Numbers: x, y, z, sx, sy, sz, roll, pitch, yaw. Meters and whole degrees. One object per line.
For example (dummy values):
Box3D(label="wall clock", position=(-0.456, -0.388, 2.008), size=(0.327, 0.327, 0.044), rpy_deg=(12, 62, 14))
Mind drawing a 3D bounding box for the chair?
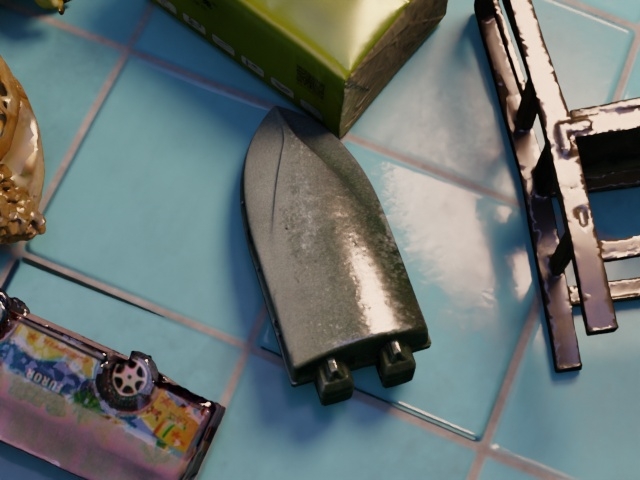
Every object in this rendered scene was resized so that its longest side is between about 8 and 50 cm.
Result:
Box3D(label="chair", position=(0.314, -0.105, 1.348), size=(0.240, 0.203, 0.416), rpy_deg=(-9, 73, -1))

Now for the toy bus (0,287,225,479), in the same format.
Box3D(label="toy bus", position=(-0.253, 0.139, 1.286), size=(0.317, 0.112, 0.138), rpy_deg=(22, 82, 6))

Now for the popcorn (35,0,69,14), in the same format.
Box3D(label="popcorn", position=(-0.345, -0.300, 1.402), size=(0.195, 0.173, 0.168), rpy_deg=(17, 28, 9))

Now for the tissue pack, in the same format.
Box3D(label="tissue pack", position=(-0.026, -0.278, 1.405), size=(0.274, 0.167, 0.200), rpy_deg=(37, 73, 9))

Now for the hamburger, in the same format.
Box3D(label="hamburger", position=(-0.392, -0.095, 1.341), size=(0.286, 0.146, 0.243), rpy_deg=(23, 65, 12))

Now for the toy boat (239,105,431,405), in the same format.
Box3D(label="toy boat", position=(0.000, 0.000, 1.355), size=(0.141, 0.092, 0.319), rpy_deg=(-15, 65, -7))
